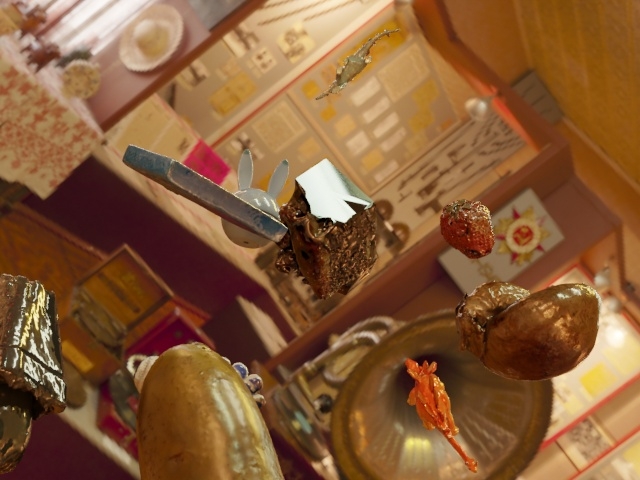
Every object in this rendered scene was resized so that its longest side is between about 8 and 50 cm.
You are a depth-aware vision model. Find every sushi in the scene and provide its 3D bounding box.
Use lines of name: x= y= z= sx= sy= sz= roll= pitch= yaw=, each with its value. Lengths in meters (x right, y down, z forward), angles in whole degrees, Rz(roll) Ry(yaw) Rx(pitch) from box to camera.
sushi: x=0.000 y=0.000 z=1.720 sx=0.215 sy=0.212 sz=0.227 roll=43 pitch=-32 yaw=15

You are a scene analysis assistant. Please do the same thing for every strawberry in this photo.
strawberry: x=0.231 y=-0.017 z=1.209 sx=0.083 sy=0.083 sz=0.097 roll=-94 pitch=165 yaw=-83

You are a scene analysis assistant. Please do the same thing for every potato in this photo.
potato: x=-0.107 y=0.285 z=0.812 sx=0.195 sy=0.176 sz=0.369 roll=83 pitch=-6 yaw=-76

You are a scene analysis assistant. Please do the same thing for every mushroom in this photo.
mushroom: x=0.408 y=0.180 z=1.551 sx=0.263 sy=0.282 sz=0.195 roll=55 pitch=39 yaw=-74

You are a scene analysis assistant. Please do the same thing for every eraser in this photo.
eraser: x=-0.206 y=-0.081 z=1.428 sx=0.144 sy=0.043 sz=0.311 roll=22 pitch=-6 yaw=42

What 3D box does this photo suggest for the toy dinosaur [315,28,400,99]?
toy dinosaur: x=0.068 y=-0.336 z=1.478 sx=0.039 sy=0.209 sz=0.082 roll=47 pitch=0 yaw=-5

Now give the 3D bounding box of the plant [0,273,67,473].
plant: x=-0.418 y=0.172 z=1.001 sx=0.142 sy=0.164 sz=0.256 roll=58 pitch=27 yaw=-55

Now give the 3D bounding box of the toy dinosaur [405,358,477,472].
toy dinosaur: x=0.190 y=0.272 z=1.328 sx=0.288 sy=0.070 sz=0.117 roll=-116 pitch=-177 yaw=-63

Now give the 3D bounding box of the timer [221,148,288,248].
timer: x=-0.175 y=-0.093 z=2.063 sx=0.175 sy=0.175 sz=0.256 roll=49 pitch=32 yaw=-36

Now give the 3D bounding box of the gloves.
gloves: x=-0.185 y=0.230 z=1.209 sx=0.119 sy=0.229 sz=0.097 roll=37 pitch=57 yaw=-56
